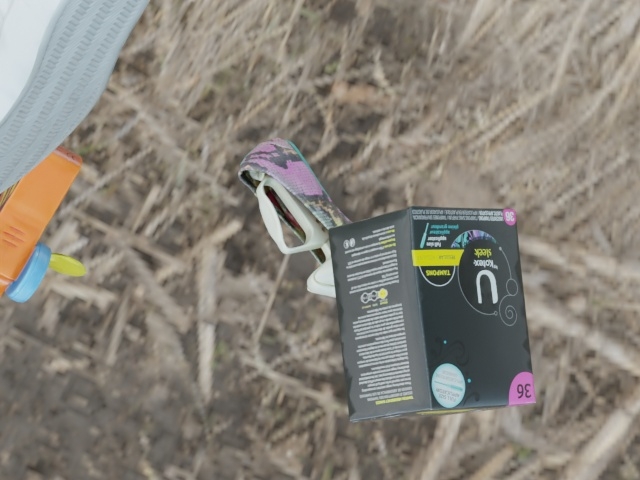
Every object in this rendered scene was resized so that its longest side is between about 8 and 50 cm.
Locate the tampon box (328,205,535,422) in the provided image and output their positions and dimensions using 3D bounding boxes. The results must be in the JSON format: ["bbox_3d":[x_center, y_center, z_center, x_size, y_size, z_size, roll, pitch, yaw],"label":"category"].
[{"bbox_3d":[0.090,0.060,1.386,0.101,0.120,0.161,-15,79,50],"label":"tampon box"}]

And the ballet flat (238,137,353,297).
[{"bbox_3d":[0.000,0.000,1.650,0.221,0.079,0.077,49,148,5],"label":"ballet flat"}]

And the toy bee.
[{"bbox_3d":[-0.378,0.014,1.904,0.298,0.162,0.195,-43,111,-10],"label":"toy bee"}]

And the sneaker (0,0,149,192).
[{"bbox_3d":[-0.192,-0.133,0.900,0.169,0.108,0.292,51,138,7],"label":"sneaker"}]
